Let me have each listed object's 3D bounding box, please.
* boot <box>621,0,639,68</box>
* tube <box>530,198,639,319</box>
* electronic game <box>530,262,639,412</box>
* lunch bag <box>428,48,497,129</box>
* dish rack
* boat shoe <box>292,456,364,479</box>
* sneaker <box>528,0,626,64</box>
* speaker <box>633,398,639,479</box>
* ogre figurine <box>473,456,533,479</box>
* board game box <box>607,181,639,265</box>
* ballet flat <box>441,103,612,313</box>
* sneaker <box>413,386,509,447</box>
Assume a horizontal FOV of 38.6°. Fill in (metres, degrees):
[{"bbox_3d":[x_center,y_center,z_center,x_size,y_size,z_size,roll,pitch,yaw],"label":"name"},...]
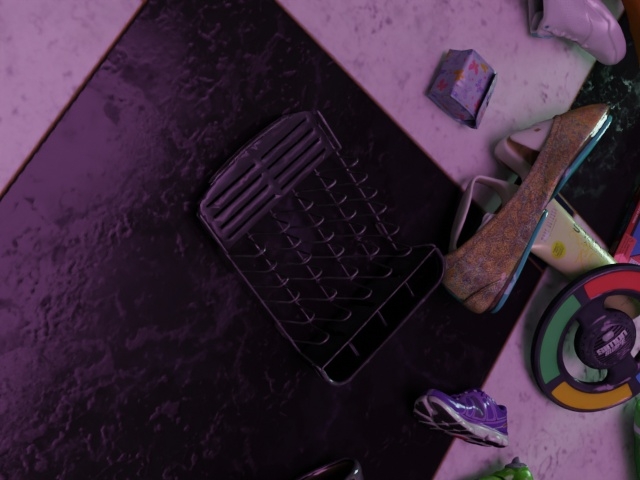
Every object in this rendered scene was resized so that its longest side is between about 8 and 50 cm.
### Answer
[{"bbox_3d":[0.421,-0.330,1.214,0.211,0.104,0.295,32,50,-32],"label":"boot"},{"bbox_3d":[0.368,0.031,1.276,0.240,0.070,0.062,37,115,-27],"label":"tube"},{"bbox_3d":[0.397,0.138,1.270,0.229,0.048,0.229,-6,113,-15],"label":"electronic game"},{"bbox_3d":[0.185,-0.188,1.135,0.083,0.053,0.071,36,76,-40],"label":"lunch bag"},{"bbox_3d":[0.000,0.000,1.016,0.208,0.074,0.271,-45,117,-23],"label":"dish rack"},{"bbox_3d":[-0.061,0.309,0.992,0.285,0.103,0.092,-9,95,-37],"label":"boat shoe"},{"bbox_3d":[0.325,-0.295,1.216,0.094,0.080,0.212,-47,123,2],"label":"sneaker"},{"bbox_3d":[0.556,0.381,1.391,0.131,0.131,0.296,-21,106,-31],"label":"speaker"},{"bbox_3d":[0.265,0.376,1.218,0.118,0.097,0.197,-42,79,-17],"label":"ogre figurine"},{"bbox_3d":[0.543,-0.054,1.372,0.145,0.027,0.281,31,77,-12],"label":"board game box"},{"bbox_3d":[0.254,-0.068,1.166,0.123,0.123,0.348,46,68,-28],"label":"ballet flat"},{"bbox_3d":[0.182,0.217,1.176,0.170,0.068,0.071,29,63,-41],"label":"sneaker"}]
